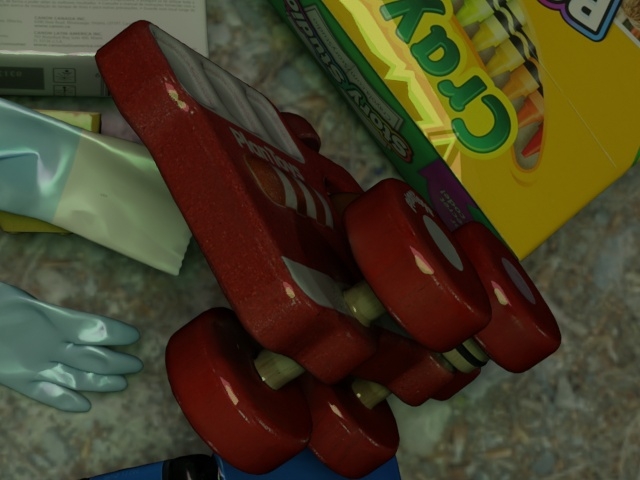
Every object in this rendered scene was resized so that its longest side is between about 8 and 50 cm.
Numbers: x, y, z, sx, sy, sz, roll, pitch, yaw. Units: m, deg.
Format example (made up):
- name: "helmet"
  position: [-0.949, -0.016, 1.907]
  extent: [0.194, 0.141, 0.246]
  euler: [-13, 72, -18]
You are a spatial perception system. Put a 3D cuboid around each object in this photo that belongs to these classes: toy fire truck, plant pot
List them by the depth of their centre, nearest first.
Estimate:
- name: "toy fire truck"
  position: [0.000, 0.000, 0.835]
  extent: [0.169, 0.302, 0.254]
  euler: [-36, 66, 17]
- name: "plant pot"
  position: [-0.194, -0.045, 0.911]
  extent: [0.081, 0.081, 0.083]
  euler: [2, 89, -9]

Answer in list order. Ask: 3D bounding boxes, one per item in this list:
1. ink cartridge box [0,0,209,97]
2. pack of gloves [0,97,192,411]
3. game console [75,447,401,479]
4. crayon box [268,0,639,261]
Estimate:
- name: "ink cartridge box"
  position: [-0.179, -0.212, 0.975]
  extent: [0.189, 0.066, 0.232]
  euler: [0, 56, -9]
- name: "pack of gloves"
  position: [-0.208, 0.010, 0.861]
  extent: [0.232, 0.046, 0.195]
  euler: [18, 101, -13]
- name: "game console"
  position: [-0.065, 0.292, 0.880]
  extent: [0.250, 0.173, 0.293]
  euler: [-15, 78, 19]
- name: "crayon box"
  position: [0.133, -0.215, 0.966]
  extent: [0.313, 0.106, 0.363]
  euler: [-39, 93, -16]
